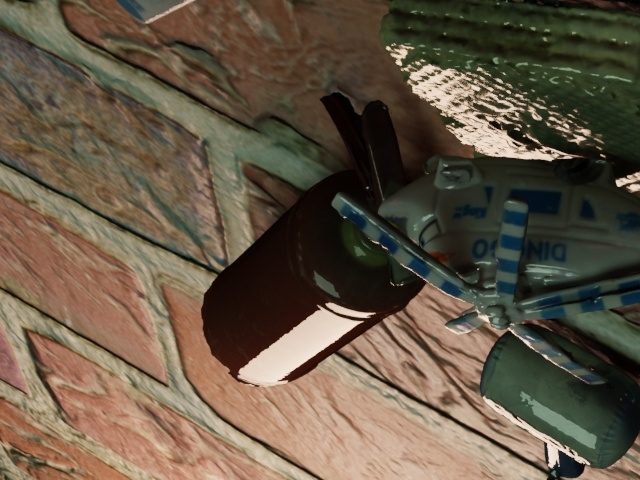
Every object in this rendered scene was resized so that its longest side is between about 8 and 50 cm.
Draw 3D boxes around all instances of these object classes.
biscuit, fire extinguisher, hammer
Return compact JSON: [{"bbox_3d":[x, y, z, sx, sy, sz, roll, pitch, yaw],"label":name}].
[{"bbox_3d":[0.139,-0.056,1.048,0.150,0.052,0.252,13,165,28],"label":"biscuit"},{"bbox_3d":[0.000,0.000,1.381,0.147,0.106,0.337,64,155,8],"label":"fire extinguisher"},{"bbox_3d":[0.175,0.134,1.396,0.116,0.069,0.194,30,161,21],"label":"hammer"}]

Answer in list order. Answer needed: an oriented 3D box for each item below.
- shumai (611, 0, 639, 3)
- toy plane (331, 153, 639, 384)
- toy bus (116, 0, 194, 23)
[{"bbox_3d":[0.123,-0.165,0.958,0.099,0.087,0.124,7,-170,6],"label":"shumai"},{"bbox_3d":[0.156,-0.006,0.974,0.273,0.107,0.182,-11,141,35],"label":"toy plane"},{"bbox_3d":[-0.027,-0.209,1.024,0.106,0.131,0.297,48,153,-16],"label":"toy bus"}]
